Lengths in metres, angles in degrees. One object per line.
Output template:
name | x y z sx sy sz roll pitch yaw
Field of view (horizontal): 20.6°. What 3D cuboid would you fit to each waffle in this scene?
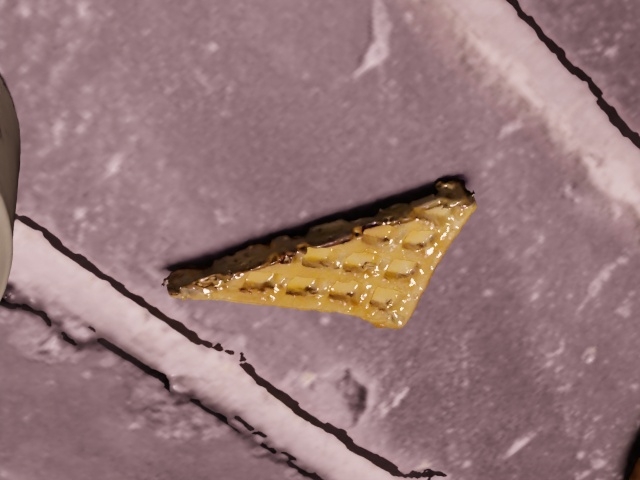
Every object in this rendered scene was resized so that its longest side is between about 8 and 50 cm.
waffle | 0.000 0.000 0.934 0.153 0.023 0.097 8 124 -29

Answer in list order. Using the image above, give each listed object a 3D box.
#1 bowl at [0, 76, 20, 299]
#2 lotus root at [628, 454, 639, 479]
bowl | -0.224 -0.001 0.772 0.211 0.112 0.211 -13 132 -15
lotus root | 0.401 0.142 1.190 0.390 0.111 0.375 -30 137 -1
